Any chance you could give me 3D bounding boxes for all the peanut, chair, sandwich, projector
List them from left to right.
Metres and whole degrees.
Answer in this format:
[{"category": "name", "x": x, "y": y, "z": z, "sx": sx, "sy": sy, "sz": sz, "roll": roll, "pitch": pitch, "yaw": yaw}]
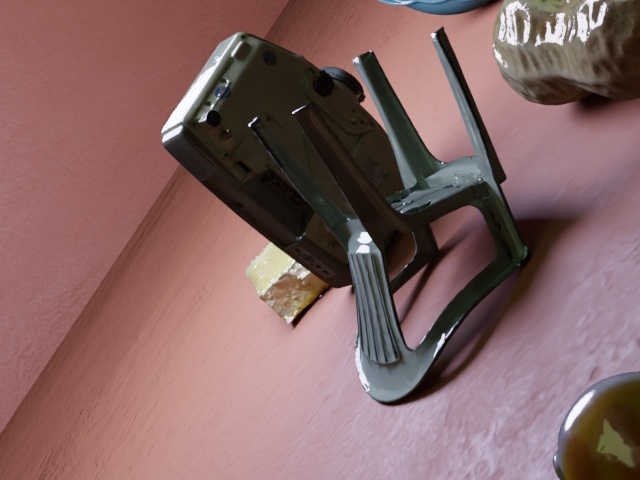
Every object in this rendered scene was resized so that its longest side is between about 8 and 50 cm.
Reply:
[{"category": "projector", "x": -0.017, "y": -0.097, "z": 1.455, "sx": 0.088, "sy": 0.269, "sz": 0.194, "roll": -20, "pitch": 36, "yaw": 55}, {"category": "sandwich", "x": 0.000, "y": 0.000, "z": 1.592, "sx": 0.193, "sy": 0.058, "sz": 0.162, "roll": -49, "pitch": 18, "yaw": 3}, {"category": "chair", "x": 0.064, "y": -0.021, "z": 1.233, "sx": 0.190, "sy": 0.275, "sz": 0.203, "roll": -32, "pitch": 9, "yaw": -17}, {"category": "peanut", "x": 0.239, "y": -0.187, "z": 1.192, "sx": 0.120, "sy": 0.136, "sz": 0.298, "roll": -51, "pitch": 17, "yaw": -9}]

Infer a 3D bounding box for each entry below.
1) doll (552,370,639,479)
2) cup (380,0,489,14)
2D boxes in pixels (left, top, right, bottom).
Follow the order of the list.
[{"category": "doll", "x": 0.231, "y": 0.071, "z": 0.640, "sx": 0.270, "sy": 0.162, "sz": 0.166, "roll": -54, "pitch": -15, "yaw": 13}, {"category": "cup", "x": 0.197, "y": -0.426, "z": 1.714, "sx": 0.289, "sy": 0.219, "sz": 0.258, "roll": 3, "pitch": 52, "yaw": 35}]
